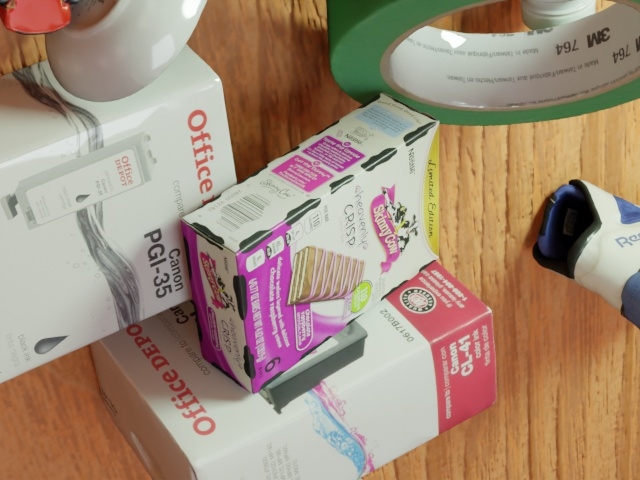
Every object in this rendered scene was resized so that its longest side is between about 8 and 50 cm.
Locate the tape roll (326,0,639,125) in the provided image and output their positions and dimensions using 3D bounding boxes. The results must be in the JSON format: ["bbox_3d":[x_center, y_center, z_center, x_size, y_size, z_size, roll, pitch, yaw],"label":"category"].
[{"bbox_3d":[0.166,-0.185,1.125,0.321,0.077,0.321,-3,163,-1],"label":"tape roll"}]

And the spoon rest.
[{"bbox_3d":[-0.114,-0.227,1.012,0.084,0.137,0.276,28,89,-52],"label":"spoon rest"}]

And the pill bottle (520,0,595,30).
[{"bbox_3d":[0.213,-0.275,1.227,0.094,0.094,0.169,-28,133,-18],"label":"pill bottle"}]

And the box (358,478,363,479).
[{"bbox_3d":[0.011,0.301,1.437,0.091,0.170,0.130,-49,135,3],"label":"box"}]

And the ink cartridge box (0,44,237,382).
[{"bbox_3d":[-0.211,-0.026,1.079,0.283,0.117,0.207,-24,132,-21],"label":"ink cartridge box"}]

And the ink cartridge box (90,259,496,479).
[{"bbox_3d":[-0.026,0.111,1.235,0.306,0.226,0.131,-24,133,-22],"label":"ink cartridge box"}]

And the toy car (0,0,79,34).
[{"bbox_3d":[-0.184,-0.292,0.940,0.225,0.053,0.239,-38,125,-12],"label":"toy car"}]

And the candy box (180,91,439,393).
[{"bbox_3d":[0.000,0.000,1.139,0.233,0.071,0.159,-35,139,-31],"label":"candy box"}]

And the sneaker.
[{"bbox_3d":[0.344,-0.004,1.500,0.315,0.182,0.127,-21,140,-63],"label":"sneaker"}]
